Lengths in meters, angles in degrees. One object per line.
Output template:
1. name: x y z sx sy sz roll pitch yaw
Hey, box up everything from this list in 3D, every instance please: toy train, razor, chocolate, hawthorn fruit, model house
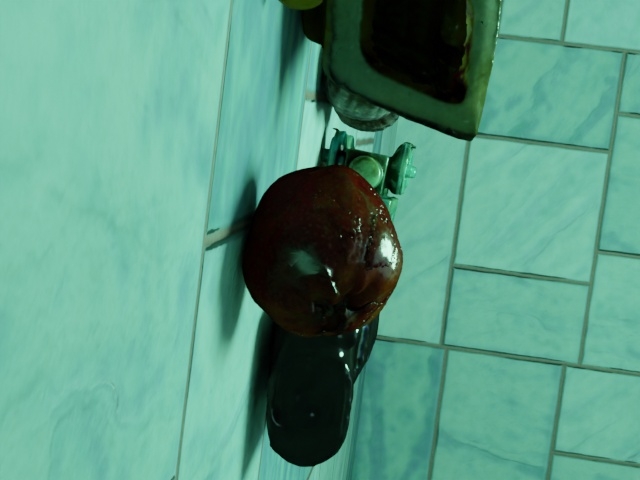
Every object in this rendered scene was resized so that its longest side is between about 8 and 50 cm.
1. toy train: 0.057 -0.048 1.800 0.298 0.120 0.194 -19 121 -84
2. razor: 0.004 0.112 1.488 0.327 0.107 0.189 -64 162 -70
3. chocolate: 0.057 -0.194 1.655 0.248 0.110 0.110 47 51 -83
4. hawthorn fruit: 0.000 0.000 1.170 0.148 0.148 0.172 90 -7 -55
5. model house: 0.071 -0.267 1.315 0.239 0.173 0.268 -107 -158 -59

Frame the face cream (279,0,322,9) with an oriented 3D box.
1. face cream: -0.006 -0.277 1.141 0.072 0.051 0.182 92 7 -54
